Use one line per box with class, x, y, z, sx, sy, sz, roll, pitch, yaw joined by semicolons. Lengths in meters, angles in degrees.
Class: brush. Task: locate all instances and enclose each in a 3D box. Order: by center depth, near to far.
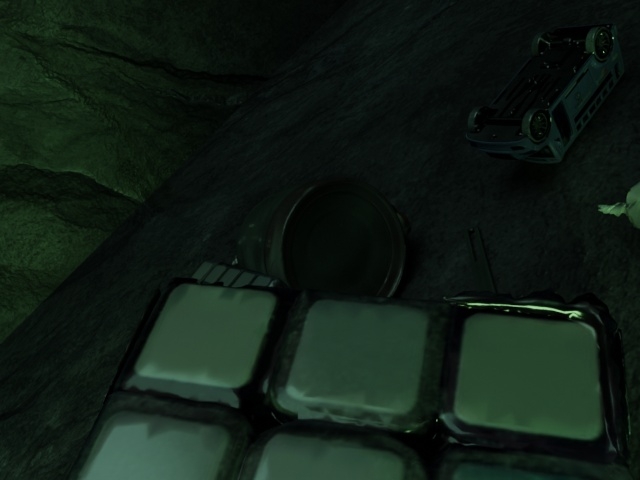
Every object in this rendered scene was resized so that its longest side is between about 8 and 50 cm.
brush;0.236;0.053;0.981;0.062;0.027;0.266;-22;32;17

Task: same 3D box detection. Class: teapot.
teapot;0.000;0.000;1.190;0.315;0.233;0.312;-22;12;-27

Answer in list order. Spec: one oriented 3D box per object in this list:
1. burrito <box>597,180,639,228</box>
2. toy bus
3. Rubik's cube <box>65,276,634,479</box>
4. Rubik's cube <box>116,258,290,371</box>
burrito;0.500;-0.053;0.691;0.445;0.139;0.101;-6;73;57
toy bus;0.371;-0.225;1.094;0.292;0.133;0.125;-49;34;-18
Rubik's cube;0.026;0.272;0.491;0.362;0.359;0.363;5;49;12
Rubik's cube;-0.121;0.193;1.013;0.238;0.237;0.237;6;54;55
